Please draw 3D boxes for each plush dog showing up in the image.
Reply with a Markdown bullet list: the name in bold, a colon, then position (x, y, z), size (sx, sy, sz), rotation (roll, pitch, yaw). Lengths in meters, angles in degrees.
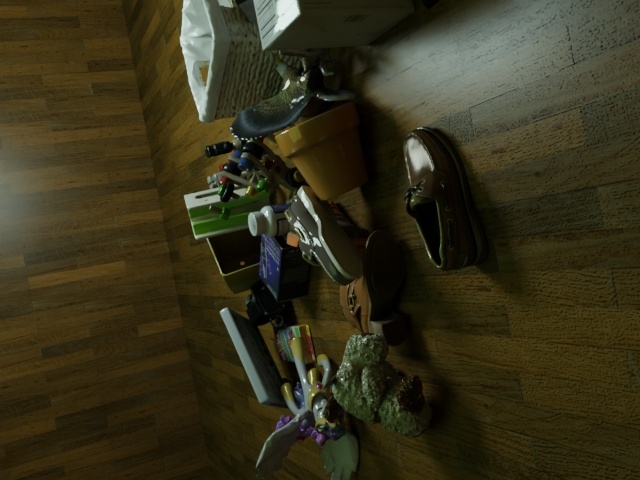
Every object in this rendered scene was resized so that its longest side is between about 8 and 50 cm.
- **plush dog**: position (0.147, 0.363, 1.463), size (0.225, 0.210, 0.262), rotation (22, 155, 27)

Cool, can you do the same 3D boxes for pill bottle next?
- **pill bottle**: position (-0.123, -0.061, 1.893), size (0.094, 0.169, 0.094), rotation (34, 129, 56)

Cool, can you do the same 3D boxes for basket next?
- **basket**: position (-0.218, -0.552, 1.745), size (0.331, 0.266, 0.328), rotation (116, 141, -58)

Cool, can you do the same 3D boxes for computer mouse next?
- **computer mouse**: position (-0.100, 0.512, 2.222), size (0.242, 0.041, 0.071), rotation (-17, 86, 65)

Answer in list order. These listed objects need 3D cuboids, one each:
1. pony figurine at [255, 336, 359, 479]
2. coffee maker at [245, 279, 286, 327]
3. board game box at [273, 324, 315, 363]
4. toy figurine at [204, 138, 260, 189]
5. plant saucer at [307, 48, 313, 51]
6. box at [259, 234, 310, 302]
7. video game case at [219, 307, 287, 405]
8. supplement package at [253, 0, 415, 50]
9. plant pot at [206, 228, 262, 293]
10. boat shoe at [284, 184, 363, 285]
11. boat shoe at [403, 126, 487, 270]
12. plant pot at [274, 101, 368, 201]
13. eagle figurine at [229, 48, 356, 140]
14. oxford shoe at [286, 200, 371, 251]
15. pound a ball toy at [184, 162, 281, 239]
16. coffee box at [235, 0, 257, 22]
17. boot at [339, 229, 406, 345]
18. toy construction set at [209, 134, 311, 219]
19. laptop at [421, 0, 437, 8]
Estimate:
- **pony figurine**: position (-0.031, 0.517, 1.873), size (0.363, 0.303, 0.351), rotation (-114, 33, -58)
- **coffee maker**: position (-0.189, 0.233, 2.185), size (0.178, 0.120, 0.171), rotation (123, 146, -65)
- **board game box**: position (-0.090, 0.345, 2.147), size (0.259, 0.039, 0.124), rotation (-16, 86, 62)
- **toy figurine**: position (-0.298, -0.235, 2.232), size (0.213, 0.148, 0.209), rotation (49, 147, 43)
- **plant saucer**: position (-0.045, -0.531, 1.718), size (0.119, 0.021, 0.119), rotation (35, 131, 55)
- **box**: position (-0.110, 0.062, 1.987), size (0.153, 0.108, 0.207), rotation (48, 140, 47)
- **video game case**: position (-0.208, 0.396, 2.127), size (0.329, 0.036, 0.300), rotation (61, -177, 21)
- **supplement package**: position (0.022, -0.498, 1.314), size (0.204, 0.262, 0.145), rotation (-11, 91, 64)
- **plant pot**: position (-0.260, 0.060, 2.210), size (0.187, 0.212, 0.212), rotation (91, 155, -53)
- **boat shoe**: position (0.000, 0.000, 1.506), size (0.097, 0.116, 0.324), rotation (-49, 43, 20)
- **boat shoe**: position (0.221, -0.088, 1.249), size (0.307, 0.104, 0.111), rotation (69, 153, 21)
- **plant pot**: position (0.021, -0.203, 1.537), size (0.205, 0.205, 0.188), rotation (-6, 109, 64)
- **eagle figurine**: position (-0.068, -0.362, 1.599), size (0.298, 0.226, 0.225), rotation (-53, 33, 41)
- **oxford shoe**: position (0.015, -0.039, 1.678), size (0.364, 0.130, 0.132), rotation (9, 95, 58)
- **pound a ball toy**: position (-0.274, -0.152, 2.061), size (0.136, 0.319, 0.208), rotation (-120, 18, -56)
- **coffee box**: position (-0.096, -0.644, 1.513), size (0.098, 0.246, 0.141), rotation (40, -152, -69)
- **boot**: position (0.118, 0.109, 1.566), size (0.220, 0.109, 0.283), rotation (12, 118, 66)
- **toy construction set**: position (-0.145, -0.214, 1.869), size (0.257, 0.237, 0.309), rotation (-47, 27, 44)
- **laptop**: position (0.222, -0.608, 1.150), size (0.234, 0.136, 0.264), rotation (-19, 57, 64)
